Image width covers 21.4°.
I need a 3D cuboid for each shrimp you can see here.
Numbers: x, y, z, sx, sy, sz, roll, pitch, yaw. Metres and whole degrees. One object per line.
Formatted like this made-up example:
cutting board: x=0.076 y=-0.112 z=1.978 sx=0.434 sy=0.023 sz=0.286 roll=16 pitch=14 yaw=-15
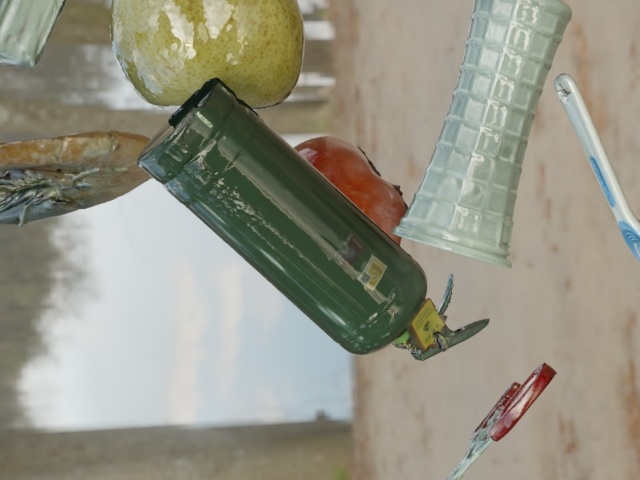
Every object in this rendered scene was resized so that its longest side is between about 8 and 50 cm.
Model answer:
shrimp: x=-0.290 y=-0.054 z=1.567 sx=0.178 sy=0.289 sz=0.075 roll=21 pitch=-114 yaw=-63

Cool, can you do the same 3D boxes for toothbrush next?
toothbrush: x=0.338 y=-0.003 z=1.775 sx=0.386 sy=0.040 sz=0.040 roll=64 pitch=169 yaw=-8

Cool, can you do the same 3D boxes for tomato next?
tomato: x=-0.012 y=-0.031 z=2.088 sx=0.199 sy=0.112 sz=0.228 roll=-52 pitch=47 yaw=6

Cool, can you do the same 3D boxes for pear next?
pear: x=-0.095 y=-0.180 z=1.450 sx=0.167 sy=0.167 sz=0.137 roll=-158 pitch=67 yaw=-75

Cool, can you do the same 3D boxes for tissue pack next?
tissue pack: x=-0.338 y=-0.273 z=1.708 sx=0.257 sy=0.081 sz=0.185 roll=12 pitch=78 yaw=53

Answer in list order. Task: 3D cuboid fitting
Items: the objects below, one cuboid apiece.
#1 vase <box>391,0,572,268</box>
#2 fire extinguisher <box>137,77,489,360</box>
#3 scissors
vase: x=0.187 y=-0.130 z=1.888 sx=0.143 sy=0.143 sz=0.299 roll=-159 pitch=85 yaw=-75
fire extinguisher: x=0.000 y=0.000 z=1.371 sx=0.114 sy=0.311 sz=0.095 roll=-50 pitch=15 yaw=-16
scissors: x=0.116 y=0.212 z=1.497 sx=0.017 sy=0.248 sz=0.144 roll=40 pitch=164 yaw=3
